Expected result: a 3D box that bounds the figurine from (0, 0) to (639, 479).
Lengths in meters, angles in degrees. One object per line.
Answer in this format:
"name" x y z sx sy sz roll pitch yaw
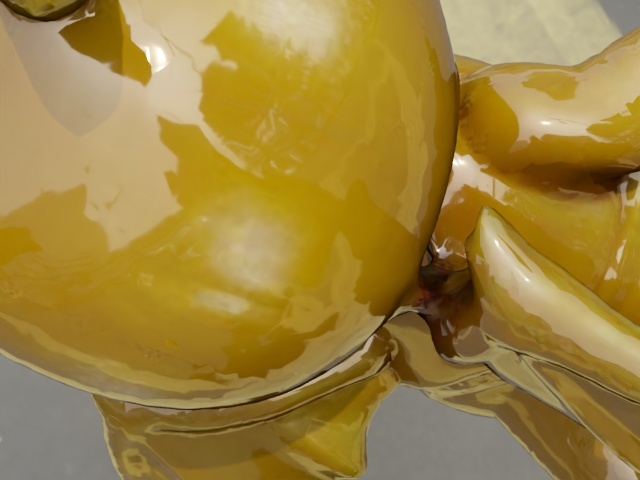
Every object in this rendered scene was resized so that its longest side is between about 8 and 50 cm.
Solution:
"figurine" 0.021 -0.014 0.527 0.401 0.387 0.268 3 74 57
